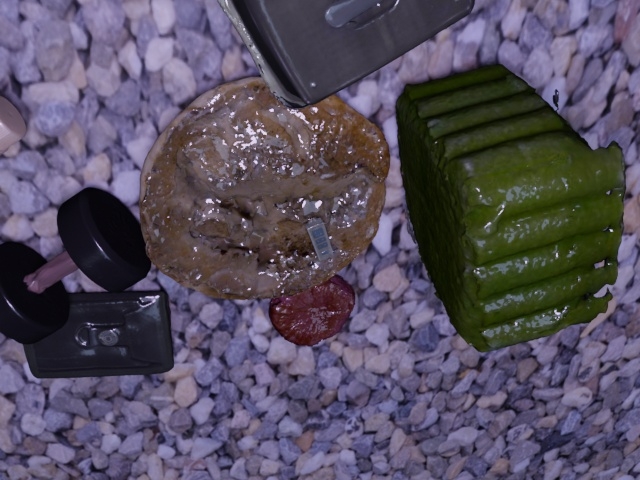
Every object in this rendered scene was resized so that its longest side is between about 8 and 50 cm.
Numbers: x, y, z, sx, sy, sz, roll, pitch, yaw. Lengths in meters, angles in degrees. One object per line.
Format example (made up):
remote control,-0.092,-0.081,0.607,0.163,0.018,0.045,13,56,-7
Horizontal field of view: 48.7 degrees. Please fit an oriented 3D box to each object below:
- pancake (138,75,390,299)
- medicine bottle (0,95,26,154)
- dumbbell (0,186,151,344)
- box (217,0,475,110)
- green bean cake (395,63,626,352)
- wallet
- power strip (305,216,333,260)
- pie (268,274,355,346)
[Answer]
pancake,-0.080,-0.066,1.053,0.386,0.082,0.387,-9,125,-13
medicine bottle,-0.511,-0.103,0.938,0.252,0.114,0.114,-30,123,9
dumbbell,-0.375,0.039,1.030,0.218,0.152,0.152,-31,122,11
box,0.031,-0.308,0.848,0.290,0.166,0.221,-31,124,1
green bean cake,0.246,-0.058,0.979,0.218,0.319,0.335,-13,128,-5
wallet,-0.371,0.160,1.175,0.245,0.052,0.169,-2,120,-5
power strip,0.000,0.000,1.070,0.027,0.017,0.083,-22,131,-2
pie,-0.014,0.117,1.209,0.153,0.038,0.154,-5,122,-8
